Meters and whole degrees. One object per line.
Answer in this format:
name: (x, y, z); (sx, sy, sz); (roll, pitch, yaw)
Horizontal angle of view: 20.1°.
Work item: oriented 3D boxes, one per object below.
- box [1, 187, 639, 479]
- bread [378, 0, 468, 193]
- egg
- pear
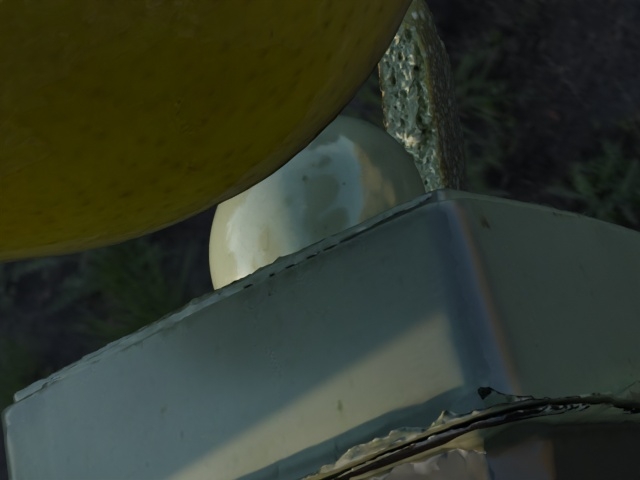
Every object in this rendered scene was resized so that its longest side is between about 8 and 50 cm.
box: (0.021, 0.105, 0.747); (0.290, 0.221, 0.166); (-27, 67, 33)
bread: (0.092, -0.075, 1.545); (0.056, 0.207, 0.286); (-6, 99, 10)
egg: (0.000, 0.000, 1.248); (0.149, 0.149, 0.192); (59, 142, 31)
pear: (-0.134, -0.164, 0.698); (0.362, 0.362, 0.418); (22, 53, 38)
